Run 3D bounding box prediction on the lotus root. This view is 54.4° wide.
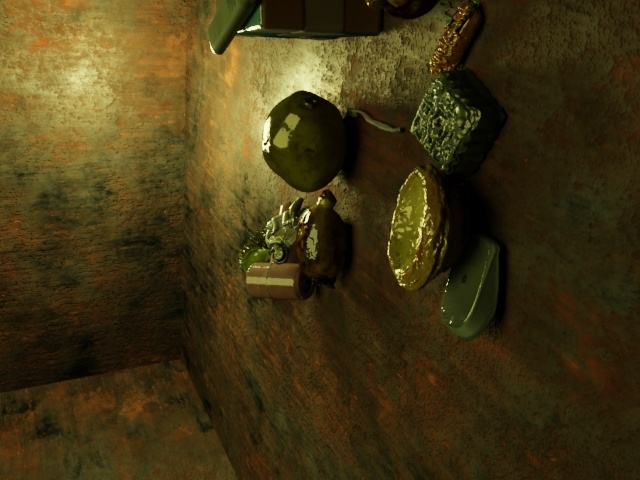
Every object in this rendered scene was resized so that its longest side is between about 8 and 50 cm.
[{"bbox_3d":[0.000,0.000,1.879,0.169,0.141,0.314,22,115,56],"label":"lotus root"}]

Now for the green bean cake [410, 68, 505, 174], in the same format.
[{"bbox_3d":[0.281,-0.250,1.320,0.181,0.094,0.173,63,146,33],"label":"green bean cake"}]

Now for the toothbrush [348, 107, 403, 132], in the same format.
[{"bbox_3d":[0.142,-0.320,1.661,0.269,0.021,0.027,39,142,55],"label":"toothbrush"}]

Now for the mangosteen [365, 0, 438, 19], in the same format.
[{"bbox_3d":[0.167,-0.573,1.340,0.192,0.217,0.192,39,136,51],"label":"mangosteen"}]

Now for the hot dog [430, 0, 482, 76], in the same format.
[{"bbox_3d":[0.281,-0.421,1.325,0.072,0.055,0.188,62,146,33],"label":"hot dog"}]

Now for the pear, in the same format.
[{"bbox_3d":[-0.045,-0.282,1.800,0.321,0.269,0.269,105,149,-60],"label":"pear"}]

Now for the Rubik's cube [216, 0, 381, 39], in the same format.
[{"bbox_3d":[-0.064,-0.708,1.621,0.346,0.347,0.344,30,121,59],"label":"Rubik's cube"}]

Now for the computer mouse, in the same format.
[{"bbox_3d":[0.329,0.099,1.332,0.128,0.079,0.231,25,102,63],"label":"computer mouse"}]

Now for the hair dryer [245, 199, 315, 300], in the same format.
[{"bbox_3d":[-0.118,0.027,2.131,0.210,0.125,0.352,0,75,30],"label":"hair dryer"}]

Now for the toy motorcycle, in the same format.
[{"bbox_3d":[-0.111,-0.038,2.061,0.151,0.074,0.228,35,94,32],"label":"toy motorcycle"}]

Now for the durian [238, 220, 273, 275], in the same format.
[{"bbox_3d":[-0.206,0.049,2.375,0.169,0.158,0.352,38,139,8],"label":"durian"}]

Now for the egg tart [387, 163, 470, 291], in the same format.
[{"bbox_3d":[0.242,-0.025,1.375,0.294,0.123,0.294,-171,90,-80],"label":"egg tart"}]

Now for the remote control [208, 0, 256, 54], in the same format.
[{"bbox_3d":[-0.225,-0.558,1.552,0.309,0.038,0.090,-23,79,63],"label":"remote control"}]
